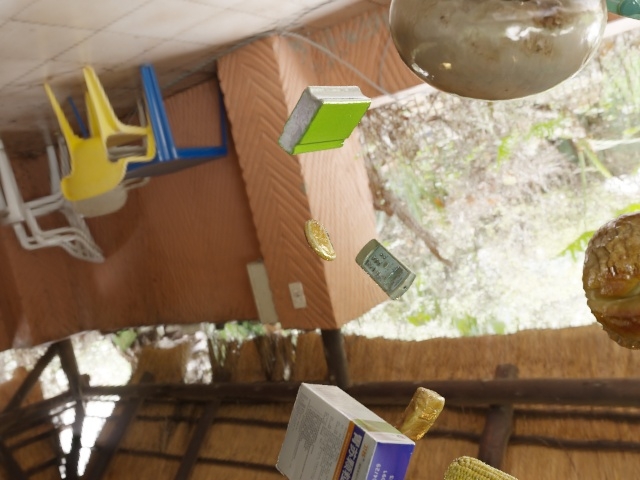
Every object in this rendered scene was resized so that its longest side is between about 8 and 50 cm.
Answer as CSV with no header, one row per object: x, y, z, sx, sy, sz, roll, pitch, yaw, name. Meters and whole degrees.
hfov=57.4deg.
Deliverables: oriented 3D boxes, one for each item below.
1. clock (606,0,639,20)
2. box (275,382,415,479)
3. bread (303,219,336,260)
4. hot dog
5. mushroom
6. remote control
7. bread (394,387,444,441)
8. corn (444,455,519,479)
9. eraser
0.687,-0.534,1.291,0.159,0.066,0.211,-20,-133,-40,clock
0.042,0.445,1.215,0.106,0.200,0.299,16,-179,-33,box
0.000,0.000,1.343,0.024,0.110,0.110,-35,176,22,bread
0.810,0.097,1.360,0.365,0.368,0.196,-16,-175,31,hot dog
0.300,-0.407,1.003,0.361,0.295,0.362,-1,-142,1,mushroom
0.184,0.079,1.694,0.098,0.038,0.233,-50,-143,6,remote control
0.229,0.404,1.352,0.074,0.132,0.053,29,-172,-29,bread
0.348,0.484,1.103,0.081,0.081,0.248,-17,-160,-38,corn
0.015,-0.371,1.805,0.274,0.092,0.210,-19,150,-53,eraser
